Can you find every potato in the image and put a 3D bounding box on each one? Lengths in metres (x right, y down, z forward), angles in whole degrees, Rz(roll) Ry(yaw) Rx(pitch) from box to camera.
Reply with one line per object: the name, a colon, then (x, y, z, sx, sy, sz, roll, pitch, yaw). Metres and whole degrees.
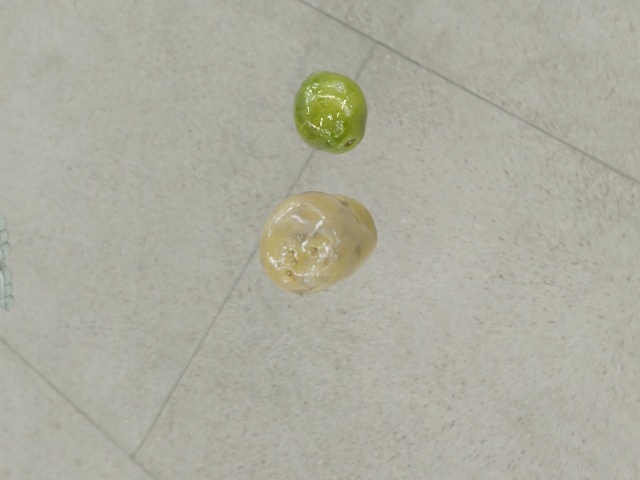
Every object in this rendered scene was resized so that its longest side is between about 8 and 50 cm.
potato: (0.000, 0.000, 0.517, 0.062, 0.083, 0.068, 27, 122, 31)

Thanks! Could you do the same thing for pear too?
pear: (0.007, -0.146, 0.869, 0.092, 0.092, 0.097, -37, 65, 15)

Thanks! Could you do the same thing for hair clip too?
hair clip: (-0.520, 0.024, 1.185, 0.140, 0.054, 0.220, 39, 132, 35)
